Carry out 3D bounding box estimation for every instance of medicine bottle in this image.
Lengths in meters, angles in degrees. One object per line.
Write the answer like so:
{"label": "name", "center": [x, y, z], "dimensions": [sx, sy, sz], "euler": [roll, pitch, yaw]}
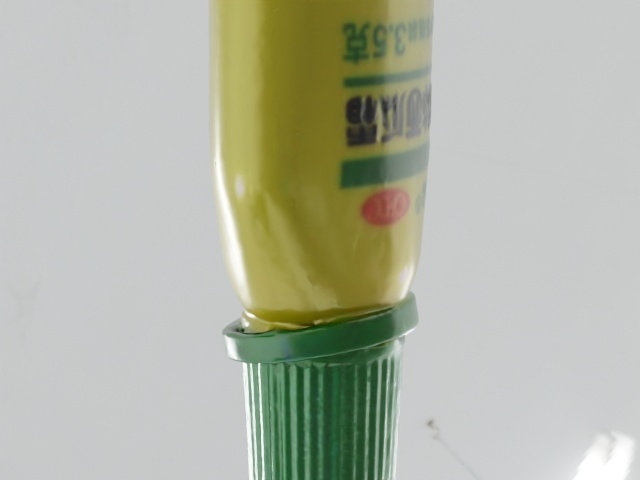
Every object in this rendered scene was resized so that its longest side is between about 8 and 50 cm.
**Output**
{"label": "medicine bottle", "center": [0.000, 0.000, 0.552], "dimensions": [0.111, 0.076, 0.309], "euler": [-20, -65, -58]}
